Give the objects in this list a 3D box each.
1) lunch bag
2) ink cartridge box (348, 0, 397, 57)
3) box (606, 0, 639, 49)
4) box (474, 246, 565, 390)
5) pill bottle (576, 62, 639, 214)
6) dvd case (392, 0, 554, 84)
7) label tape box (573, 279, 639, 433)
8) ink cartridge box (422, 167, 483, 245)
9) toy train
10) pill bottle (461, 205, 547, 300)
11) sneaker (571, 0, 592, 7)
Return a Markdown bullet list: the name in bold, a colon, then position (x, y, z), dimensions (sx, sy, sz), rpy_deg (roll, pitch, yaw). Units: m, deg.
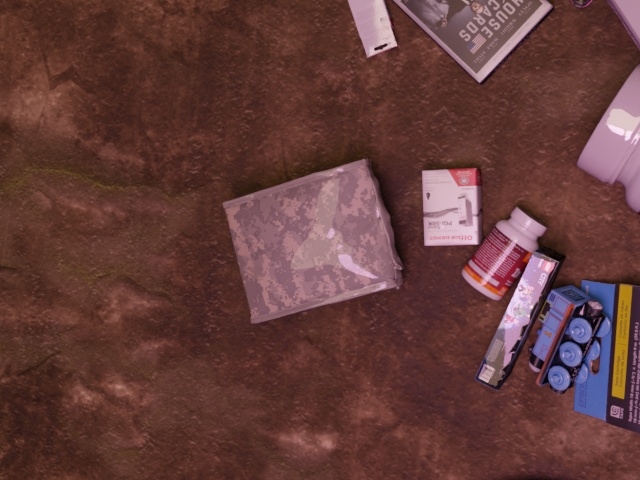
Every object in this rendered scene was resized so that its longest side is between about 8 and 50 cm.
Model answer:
- **lunch bag**: position (0.000, 0.000, 1.572), dimensions (0.287, 0.169, 0.235), rpy_deg (-15, 88, 23)
- **ink cartridge box**: position (0.098, -0.394, 1.590), dimensions (0.063, 0.029, 0.115), rpy_deg (-19, 88, 18)
- **box**: position (0.602, -0.360, 1.247), dimensions (0.322, 0.058, 0.232), rpy_deg (-28, 60, 14)
- **box**: position (0.337, 0.126, 1.468), dimensions (0.044, 0.159, 0.233), rpy_deg (26, 101, 17)
- **pill bottle**: position (0.611, -0.097, 1.329), dimensions (0.392, 0.224, 0.224), rpy_deg (32, 102, 14)
- **dvd case**: position (0.259, -0.419, 1.534), dimensions (0.239, 0.029, 0.179), rpy_deg (47, 106, 11)
- **label tape box**: position (0.571, 0.196, 1.399), dimensions (0.333, 0.106, 0.241), rpy_deg (10, 99, 59)
- **ink cartridge box**: position (0.233, -0.058, 1.547), dimensions (0.099, 0.056, 0.135), rpy_deg (-2, 92, 18)
- **toy train**: position (0.412, 0.168, 1.475), dimensions (0.105, 0.080, 0.184), rpy_deg (40, 126, 40)
- **pill bottle**: position (0.318, 0.021, 1.507), dimensions (0.086, 0.086, 0.152), rpy_deg (38, 104, 13)
- **sneaker**: position (0.447, -0.448, 1.454), dimensions (0.047, 0.057, 0.119), rpy_deg (21, 101, 15)
